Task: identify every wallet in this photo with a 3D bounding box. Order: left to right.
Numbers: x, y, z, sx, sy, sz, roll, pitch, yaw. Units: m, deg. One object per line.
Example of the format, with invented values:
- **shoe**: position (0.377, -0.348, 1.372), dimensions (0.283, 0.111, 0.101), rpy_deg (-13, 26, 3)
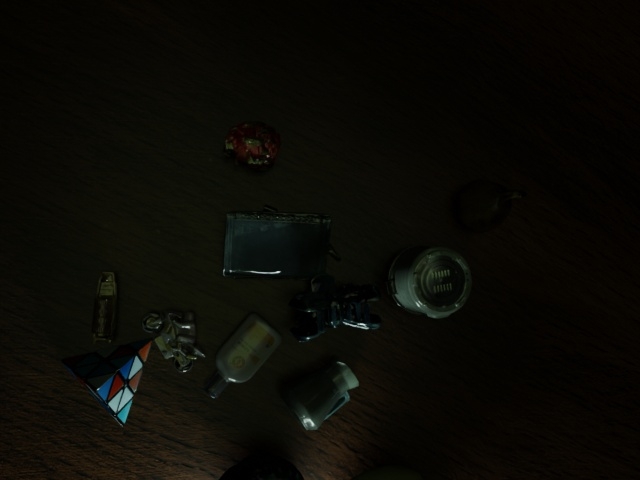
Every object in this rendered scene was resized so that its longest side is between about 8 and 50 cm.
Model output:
- **wallet**: position (-0.143, 0.018, 1.698), dimensions (0.343, 0.075, 0.237), rpy_deg (1, 112, -12)

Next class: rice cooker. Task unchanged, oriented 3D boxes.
- **rice cooker**: position (0.362, 0.134, 1.736), dimensions (0.281, 0.227, 0.241), rpy_deg (-13, 91, -13)

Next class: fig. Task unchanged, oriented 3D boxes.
- **fig**: position (0.609, -0.117, 1.786), dimensions (0.191, 0.290, 0.190), rpy_deg (-3, 96, -36)

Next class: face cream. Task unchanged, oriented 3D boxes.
- **face cream**: position (-0.261, 0.379, 1.678), dimensions (0.144, 0.071, 0.291), rpy_deg (44, 80, -6)

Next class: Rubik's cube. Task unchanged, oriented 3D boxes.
- **Rubik's cube**: position (-0.658, 0.399, 1.515), dimensions (0.250, 0.234, 0.284), rpy_deg (23, 83, -9)

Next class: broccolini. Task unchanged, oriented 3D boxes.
- **broccolini**: position (0.000, -0.004, 1.774), dimensions (0.074, 0.058, 0.201), rpy_deg (-37, 110, 3)

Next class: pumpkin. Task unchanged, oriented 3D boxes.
- **pumpkin**: position (-0.187, 0.815, 1.593), dimensions (0.316, 0.239, 0.314), rpy_deg (6, 78, -27)

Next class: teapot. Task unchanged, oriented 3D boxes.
- **teapot**: position (0.005, 0.501, 1.691), dimensions (0.225, 0.171, 0.203), rpy_deg (-35, 126, -18)

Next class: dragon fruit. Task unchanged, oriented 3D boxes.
- **dragon fruit**: position (-0.224, -0.305, 1.691), dimensions (0.172, 0.160, 0.166), rpy_deg (19, 116, -8)

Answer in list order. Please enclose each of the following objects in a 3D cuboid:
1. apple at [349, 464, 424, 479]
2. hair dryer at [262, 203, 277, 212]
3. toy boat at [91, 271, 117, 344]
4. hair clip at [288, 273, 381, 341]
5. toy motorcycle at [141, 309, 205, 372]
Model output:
- **apple**: position (0.203, 0.888, 1.614), dimensions (0.358, 0.357, 0.356), rpy_deg (1, 87, -11)
- **hair dryer**: position (-0.180, -0.076, 1.743), dimensions (0.047, 0.026, 0.083), rpy_deg (23, 86, -9)
- **toy boat**: position (-0.664, 0.208, 1.598), dimensions (0.068, 0.088, 0.225), rpy_deg (4, 87, -11)
- **hair clip**: position (0.039, 0.223, 1.669), dimensions (0.311, 0.206, 0.194), rpy_deg (-5, 103, -20)
- **toy motorcycle**: position (-0.449, 0.296, 1.645), dimensions (0.152, 0.073, 0.225), rpy_deg (-38, 94, -13)
